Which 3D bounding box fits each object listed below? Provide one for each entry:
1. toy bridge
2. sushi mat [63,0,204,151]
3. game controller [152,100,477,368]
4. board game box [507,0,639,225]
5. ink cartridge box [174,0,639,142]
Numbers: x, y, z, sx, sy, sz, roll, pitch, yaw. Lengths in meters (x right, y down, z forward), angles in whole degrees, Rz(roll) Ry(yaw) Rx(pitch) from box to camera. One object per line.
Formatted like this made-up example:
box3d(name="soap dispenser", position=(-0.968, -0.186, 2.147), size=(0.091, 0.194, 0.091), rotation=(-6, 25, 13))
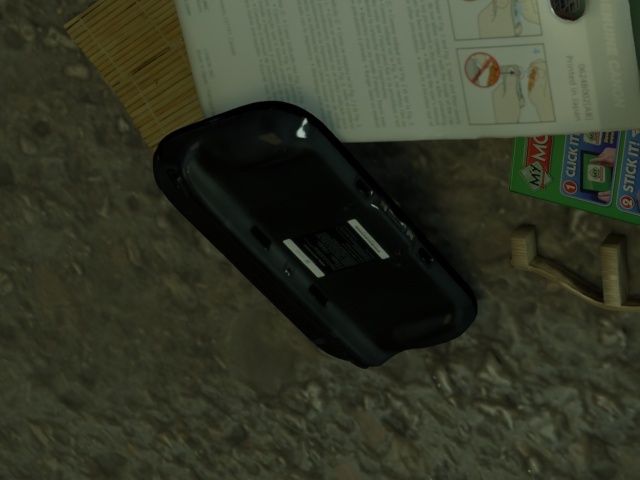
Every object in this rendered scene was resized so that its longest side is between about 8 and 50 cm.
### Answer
box3d(name="toy bridge", position=(0.247, 0.027, 1.480), size=(0.188, 0.026, 0.063), rotation=(7, 121, 28))
box3d(name="sushi mat", position=(-0.086, -0.198, 1.554), size=(0.316, 0.019, 0.151), rotation=(-27, 100, 38))
box3d(name="game controller", position=(0.000, 0.000, 1.526), size=(0.166, 0.067, 0.319), rotation=(-23, 130, 27))
box3d(name="board game box", position=(0.262, -0.157, 1.350), size=(0.214, 0.046, 0.317), rotation=(17, 125, 23))
box3d(name="ink cartridge box", position=(0.058, -0.234, 1.390), size=(0.385, 0.091, 0.308), rotation=(-1, 116, 25))
